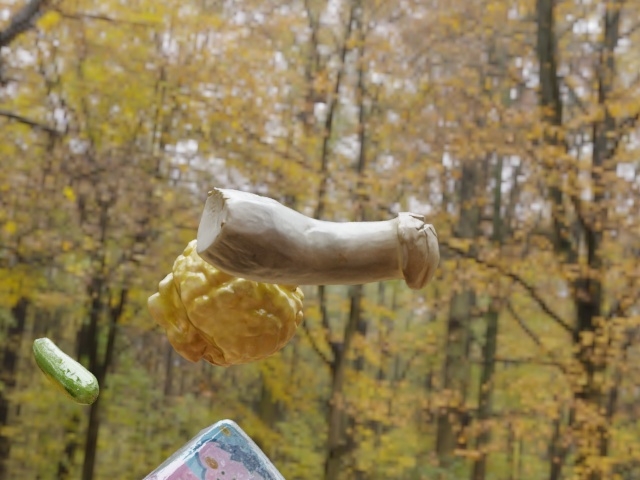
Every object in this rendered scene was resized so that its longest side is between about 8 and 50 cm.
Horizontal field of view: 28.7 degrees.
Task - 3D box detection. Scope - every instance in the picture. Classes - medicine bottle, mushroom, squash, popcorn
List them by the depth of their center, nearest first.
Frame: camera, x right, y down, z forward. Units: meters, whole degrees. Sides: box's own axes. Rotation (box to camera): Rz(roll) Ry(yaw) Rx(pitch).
[{"bbox_3d":[-0.200,0.100,0.968,0.089,0.027,0.027,30,6,42],"label":"squash"},{"bbox_3d":[-0.119,0.256,1.091,0.188,0.119,0.094,-37,-4,-46],"label":"medicine bottle"},{"bbox_3d":[0.000,0.004,1.152,0.223,0.081,0.092,10,-54,-9],"label":"mushroom"},{"bbox_3d":[-0.111,0.073,1.520,0.170,0.180,0.180,8,-8,41],"label":"popcorn"}]
